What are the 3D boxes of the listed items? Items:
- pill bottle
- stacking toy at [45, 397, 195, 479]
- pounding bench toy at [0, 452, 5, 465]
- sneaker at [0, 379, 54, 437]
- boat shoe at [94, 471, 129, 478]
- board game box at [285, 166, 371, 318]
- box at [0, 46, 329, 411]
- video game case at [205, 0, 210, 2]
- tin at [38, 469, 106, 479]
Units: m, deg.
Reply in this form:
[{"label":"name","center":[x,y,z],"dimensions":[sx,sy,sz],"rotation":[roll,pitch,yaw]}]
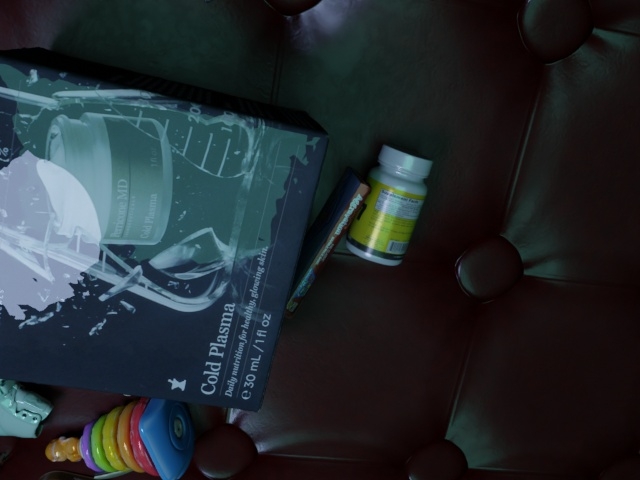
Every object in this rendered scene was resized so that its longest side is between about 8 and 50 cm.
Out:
[{"label":"pill bottle","center":[0.132,-0.069,1.155],"dimensions":[0.119,0.119,0.209],"rotation":[15,105,-12]},{"label":"stacking toy","center":[-0.423,0.408,1.241],"dimensions":[0.301,0.175,0.166],"rotation":[-14,111,10]},{"label":"pounding bench toy","center":[-0.704,0.475,1.265],"dimensions":[0.065,0.052,0.083],"rotation":[35,101,-17]},{"label":"sneaker","center":[-0.591,0.276,1.190],"dimensions":[0.151,0.094,0.256],"rotation":[11,116,-5]},{"label":"boat shoe","center":[-0.420,0.475,1.308],"dimensions":[0.137,0.049,0.043],"rotation":[-19,67,2]},{"label":"board game box","center":[0.000,0.000,1.148],"dimensions":[0.027,0.145,0.281],"rotation":[28,103,-16]},{"label":"box","center":[-0.284,-0.020,1.015],"dimensions":[0.471,0.297,0.480],"rotation":[11,106,-12]},{"label":"video game case","center":[-0.121,-0.553,1.012],"dimensions":[0.274,0.026,0.196],"rotation":[-29,109,2]},{"label":"tin","center":[-0.526,0.562,1.323],"dimensions":[0.189,0.040,0.106],"rotation":[16,108,-9]}]
